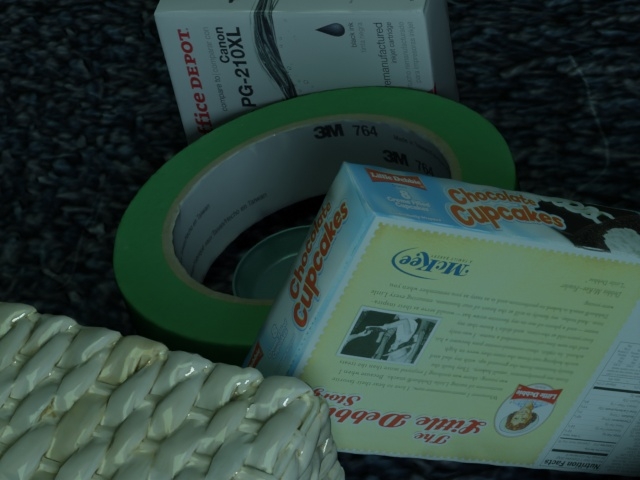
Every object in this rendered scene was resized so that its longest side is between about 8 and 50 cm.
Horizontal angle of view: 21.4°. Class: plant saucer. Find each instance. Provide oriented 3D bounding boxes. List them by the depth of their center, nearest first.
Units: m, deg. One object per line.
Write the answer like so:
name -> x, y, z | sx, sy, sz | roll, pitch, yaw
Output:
plant saucer -> -0.012, 0.035, 1.380 | 0.119, 0.021, 0.119 | -7, 43, 6

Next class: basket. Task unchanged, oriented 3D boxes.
basket -> -0.175, 0.245, 1.009 | 0.328, 0.266, 0.331 | 13, 49, 24

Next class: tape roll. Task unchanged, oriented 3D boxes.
tape roll -> 0.000, 0.000, 1.326 | 0.321, 0.077, 0.321 | -10, 37, 8

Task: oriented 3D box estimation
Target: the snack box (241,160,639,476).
snack box -> 0.124, 0.060, 1.094 | 0.322, 0.187, 0.060 | 9, 34, -29

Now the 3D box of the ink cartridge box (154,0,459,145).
ink cartridge box -> -0.009, -0.159, 1.477 | 0.237, 0.172, 0.100 | 2, 44, 15
